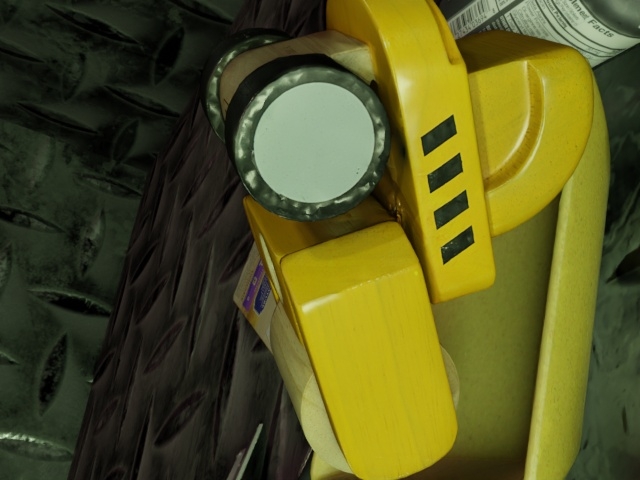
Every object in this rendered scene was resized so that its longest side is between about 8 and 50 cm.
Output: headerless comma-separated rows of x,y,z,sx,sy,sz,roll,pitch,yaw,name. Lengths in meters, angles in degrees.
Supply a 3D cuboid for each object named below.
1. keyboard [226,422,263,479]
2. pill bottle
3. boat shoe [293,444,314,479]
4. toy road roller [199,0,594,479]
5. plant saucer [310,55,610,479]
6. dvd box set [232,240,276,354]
-0.120,0.331,1.065,0.072,0.014,0.256,-55,4,26,keyboard
0.207,-0.202,0.661,0.246,0.130,0.130,-23,50,63,pill bottle
-0.023,0.304,0.829,0.114,0.091,0.302,-31,42,64,boat shoe
0.065,-0.022,0.601,0.202,0.241,0.329,-124,19,-66,toy road roller
0.122,0.059,0.708,0.333,0.081,0.332,-29,45,63,plant saucer
0.000,0.000,1.116,0.307,0.062,0.420,-69,19,3,dvd box set
